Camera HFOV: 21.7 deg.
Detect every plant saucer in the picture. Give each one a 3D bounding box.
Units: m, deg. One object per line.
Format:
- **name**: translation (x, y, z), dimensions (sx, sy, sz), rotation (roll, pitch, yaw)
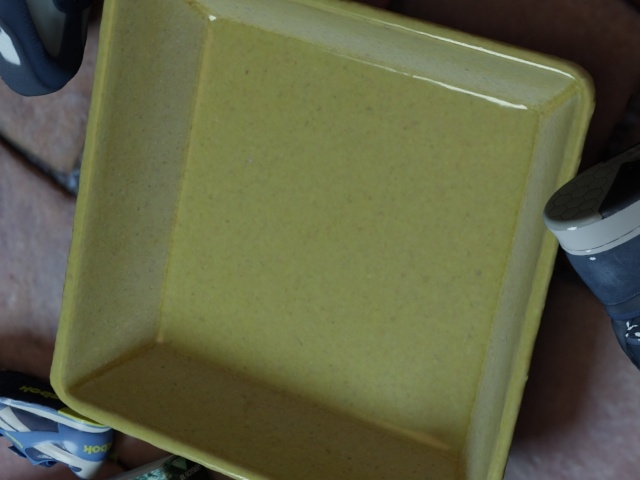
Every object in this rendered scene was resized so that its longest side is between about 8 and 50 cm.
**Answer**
- **plant saucer**: translation (0.000, 0.000, 1.084), dimensions (0.333, 0.081, 0.332), rotation (19, 111, 22)

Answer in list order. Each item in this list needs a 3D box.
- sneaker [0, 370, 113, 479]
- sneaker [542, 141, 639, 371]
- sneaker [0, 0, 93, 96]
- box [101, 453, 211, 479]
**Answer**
- **sneaker**: translation (-0.218, 0.137, 1.247), dimensions (0.144, 0.053, 0.059), rotation (16, 111, 25)
- **sneaker**: translation (0.260, -0.004, 0.949), dimensions (0.226, 0.086, 0.163), rotation (-28, 110, 8)
- **sneaker**: translation (-0.155, -0.246, 1.090), dimensions (0.131, 0.112, 0.319), rotation (6, 109, 15)
- **box**: translation (-0.127, 0.335, 1.245), dimensions (0.232, 0.058, 0.322), rotation (-24, 92, 30)
